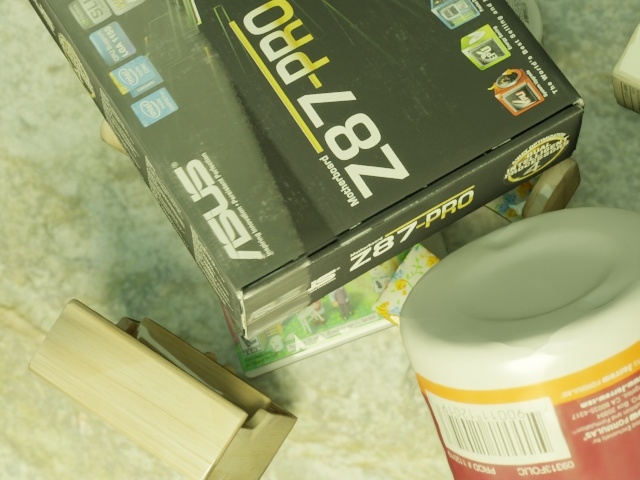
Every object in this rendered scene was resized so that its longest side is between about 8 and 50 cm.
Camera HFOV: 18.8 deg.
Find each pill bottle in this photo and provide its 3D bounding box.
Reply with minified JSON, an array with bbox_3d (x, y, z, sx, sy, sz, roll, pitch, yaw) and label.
[{"bbox_3d":[0.224,0.192,1.518,0.224,0.224,0.392,-17,114,8],"label":"pill bottle"}]

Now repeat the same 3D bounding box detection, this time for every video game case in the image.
[{"bbox_3d":[0.000,0.000,1.759,0.212,0.023,0.193,-21,80,8],"label":"video game case"}]

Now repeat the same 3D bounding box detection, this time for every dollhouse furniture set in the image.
[{"bbox_3d":[-0.037,-0.006,1.624,0.362,0.256,0.394,32,90,12],"label":"dollhouse furniture set"}]

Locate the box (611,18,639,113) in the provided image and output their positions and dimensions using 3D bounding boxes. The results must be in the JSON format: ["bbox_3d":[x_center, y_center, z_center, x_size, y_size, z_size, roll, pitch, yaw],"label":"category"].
[{"bbox_3d":[0.413,-0.113,1.634,0.311,0.148,0.121,27,88,11],"label":"box"}]

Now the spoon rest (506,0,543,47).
[{"bbox_3d":[0.138,-0.248,1.725,0.084,0.137,0.276,-21,65,38],"label":"spoon rest"}]

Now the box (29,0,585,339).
[{"bbox_3d":[-0.027,-0.162,1.564,0.318,0.097,0.395,-29,69,-11],"label":"box"}]
